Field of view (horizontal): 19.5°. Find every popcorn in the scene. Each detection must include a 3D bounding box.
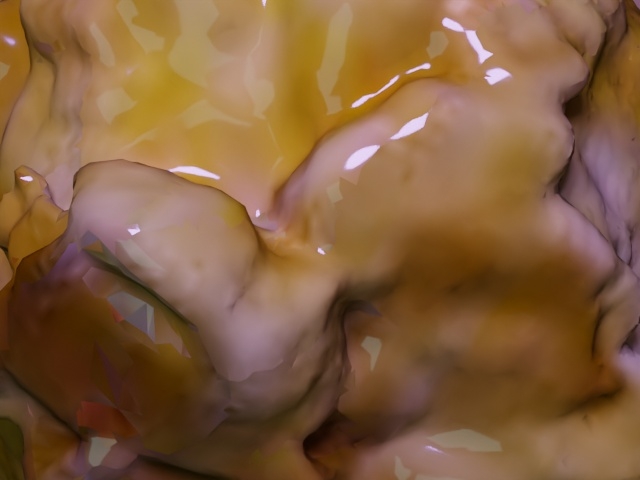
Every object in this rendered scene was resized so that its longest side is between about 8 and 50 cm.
[{"bbox_3d":[-0.002,0.003,0.805,0.344,0.354,0.390,20,171,-13],"label":"popcorn"}]
